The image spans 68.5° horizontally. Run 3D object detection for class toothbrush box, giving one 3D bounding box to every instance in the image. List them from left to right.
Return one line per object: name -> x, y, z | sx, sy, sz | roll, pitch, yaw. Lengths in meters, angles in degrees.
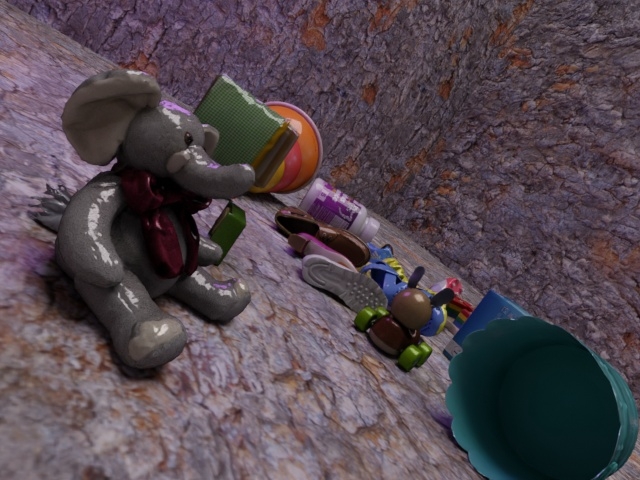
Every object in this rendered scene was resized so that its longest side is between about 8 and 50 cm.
toothbrush box -> 0.494, 0.299, 1.169 | 0.126, 0.216, 0.295 | 22, 15, -44

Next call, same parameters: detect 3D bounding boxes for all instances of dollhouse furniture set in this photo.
dollhouse furniture set -> -0.192, -0.143, 0.893 | 0.197, 0.301, 0.151 | 33, 8, -14

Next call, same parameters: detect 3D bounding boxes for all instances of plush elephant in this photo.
plush elephant -> -0.201, -0.055, 0.601 | 0.330, 0.255, 0.272 | 36, 11, 13

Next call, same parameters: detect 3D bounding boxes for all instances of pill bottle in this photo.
pill bottle -> 0.071, -0.096, 1.805 | 0.301, 0.169, 0.169 | 32, 11, -6

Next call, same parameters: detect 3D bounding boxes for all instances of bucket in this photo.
bucket -> 0.371, 0.278, 0.787 | 0.183, 0.281, 0.281 | 25, 13, -39

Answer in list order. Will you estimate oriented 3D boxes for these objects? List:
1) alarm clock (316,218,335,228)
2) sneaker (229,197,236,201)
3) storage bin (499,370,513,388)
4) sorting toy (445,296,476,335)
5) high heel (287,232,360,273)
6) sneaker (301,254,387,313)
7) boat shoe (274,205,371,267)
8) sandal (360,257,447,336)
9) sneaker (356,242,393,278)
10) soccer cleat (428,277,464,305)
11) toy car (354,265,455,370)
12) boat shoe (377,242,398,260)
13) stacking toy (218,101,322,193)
alarm clock -> 0.038, -0.009, 1.607 | 0.192, 0.064, 0.129 | 18, 18, -46
sneaker -> -0.269, -0.138, 1.346 | 0.067, 0.042, 0.118 | 27, 10, -13
storage bin -> 0.398, 0.326, 1.022 | 0.180, 0.122, 0.084 | 26, 12, -32
sorting toy -> 0.517, 0.279, 1.659 | 0.255, 0.089, 0.257 | 26, 13, -34
high heel -> 0.022, 0.060, 1.258 | 0.244, 0.082, 0.117 | 30, 4, 14
sneaker -> 0.060, 0.103, 1.147 | 0.235, 0.090, 0.095 | 33, 1, -7
boat shoe -> 0.000, 0.000, 1.386 | 0.307, 0.111, 0.104 | 25, 13, 10
sandal -> 0.211, 0.155, 1.293 | 0.138, 0.126, 0.317 | 7, 21, -36
sneaker -> 0.209, 0.095, 1.477 | 0.240, 0.126, 0.091 | 35, 11, 13
soccer cleat -> 0.373, 0.189, 1.549 | 0.248, 0.095, 0.083 | -23, 92, -36
toy car -> 0.196, 0.154, 1.013 | 0.155, 0.188, 0.149 | 39, 12, 27
boat shoe -> 0.234, 0.067, 1.771 | 0.104, 0.089, 0.285 | 34, 11, -2
stacking toy -> -0.216, -0.281, 1.612 | 0.350, 0.351, 0.480 | 34, 26, 4
